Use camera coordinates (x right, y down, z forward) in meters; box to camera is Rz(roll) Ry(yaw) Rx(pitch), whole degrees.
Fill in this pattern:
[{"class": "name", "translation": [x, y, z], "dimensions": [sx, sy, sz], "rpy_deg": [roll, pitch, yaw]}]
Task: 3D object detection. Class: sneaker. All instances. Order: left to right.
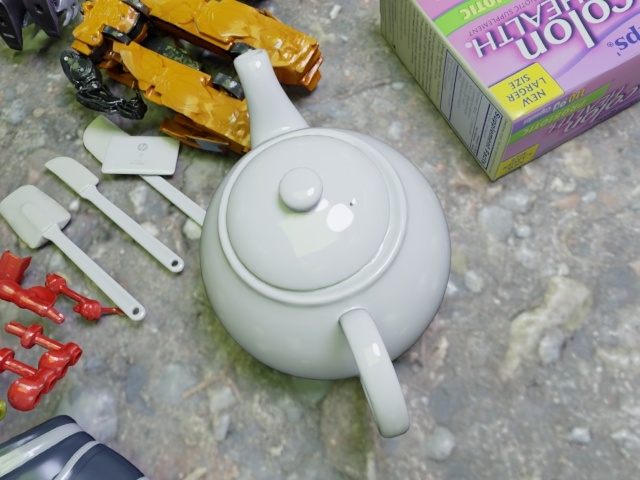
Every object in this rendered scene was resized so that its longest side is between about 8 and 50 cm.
[{"class": "sneaker", "translation": [-0.276, 0.281, 0.460], "dimensions": [0.153, 0.099, 0.282], "rpy_deg": [37, 71, 15]}]

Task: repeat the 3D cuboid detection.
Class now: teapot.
[{"class": "teapot", "translation": [0.000, 0.000, 0.487], "dimensions": [0.255, 0.187, 0.253], "rpy_deg": [22, 74, 15]}]

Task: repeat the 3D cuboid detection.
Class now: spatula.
[{"class": "spatula", "translation": [-0.231, -0.026, 0.620], "dimensions": [0.242, 0.019, 0.168], "rpy_deg": [37, 70, 19]}]

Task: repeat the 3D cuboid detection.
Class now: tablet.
[{"class": "tablet", "translation": [-0.205, -0.099, 0.641], "dimensions": [0.083, 0.006, 0.054], "rpy_deg": [2, 61, 1]}]

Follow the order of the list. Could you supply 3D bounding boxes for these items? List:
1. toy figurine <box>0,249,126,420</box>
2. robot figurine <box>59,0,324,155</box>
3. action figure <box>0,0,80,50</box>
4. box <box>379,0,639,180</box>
[{"class": "toy figurine", "translation": [-0.334, 0.158, 0.443], "dimensions": [0.191, 0.362, 0.217], "rpy_deg": [25, 101, -3]}, {"class": "robot figurine", "translation": [-0.155, -0.208, 0.638], "dimensions": [0.291, 0.085, 0.211], "rpy_deg": [28, 82, 17]}, {"class": "action figure", "translation": [-0.314, -0.373, 0.728], "dimensions": [0.185, 0.099, 0.285], "rpy_deg": [8, 55, 18]}, {"class": "box", "translation": [0.211, -0.226, 0.583], "dimensions": [0.213, 0.117, 0.243], "rpy_deg": [-28, 68, -3]}]
